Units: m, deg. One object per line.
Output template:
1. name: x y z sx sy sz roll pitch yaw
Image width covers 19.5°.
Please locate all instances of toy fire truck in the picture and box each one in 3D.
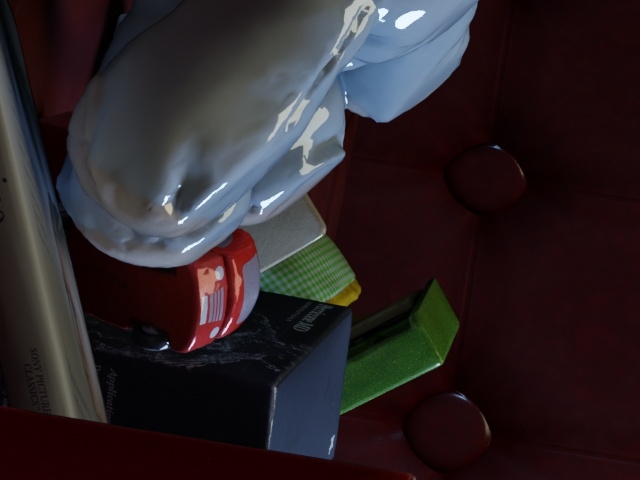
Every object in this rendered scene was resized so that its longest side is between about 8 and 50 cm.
1. toy fire truck: -0.093 -0.008 0.898 0.135 0.192 0.047 -21 124 -52

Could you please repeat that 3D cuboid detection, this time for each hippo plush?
1. hippo plush: -0.057 -0.147 0.757 0.234 0.236 0.294 -38 174 -24

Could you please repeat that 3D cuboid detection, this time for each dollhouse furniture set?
1. dollhouse furniture set: 0.000 0.000 1.411 0.197 0.151 0.301 58 16 -6

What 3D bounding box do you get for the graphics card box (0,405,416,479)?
1. graphics card box: -0.090 0.139 0.623 0.371 0.233 0.094 85 14 -69

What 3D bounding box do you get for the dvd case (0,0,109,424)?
1. dvd case: -0.115 -0.012 0.711 0.180 0.022 0.253 86 -11 -70

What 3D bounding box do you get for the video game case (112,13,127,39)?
1. video game case: -0.132 -0.008 1.158 0.183 0.023 0.201 91 10 -61

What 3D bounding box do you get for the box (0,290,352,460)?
1. box: -0.081 0.080 0.959 0.156 0.158 0.093 -40 139 -71
